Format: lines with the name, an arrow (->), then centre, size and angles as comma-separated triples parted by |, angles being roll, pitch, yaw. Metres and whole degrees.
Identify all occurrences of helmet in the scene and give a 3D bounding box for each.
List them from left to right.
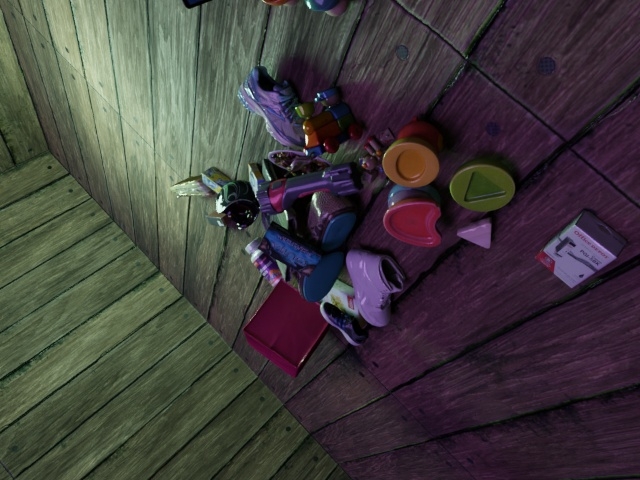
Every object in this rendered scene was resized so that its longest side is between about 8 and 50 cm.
helmet -> -0.298, -0.138, 1.758 | 0.161, 0.170, 0.169 | -110, 7, -50

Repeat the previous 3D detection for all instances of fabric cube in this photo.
fabric cube -> -0.126, 0.348, 1.896 | 0.259, 0.254, 0.258 | 33, 159, 10

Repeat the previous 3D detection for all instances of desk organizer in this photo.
desk organizer -> -0.438, -0.095, 2.097 | 0.130, 0.050, 0.047 | 10, 131, 48

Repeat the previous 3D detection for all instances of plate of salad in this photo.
plate of salad -> -0.054, -0.210, 1.378 | 0.200, 0.048, 0.200 | 12, 172, 2

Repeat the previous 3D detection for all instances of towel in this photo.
towel -> -0.135, -0.065, 1.616 | 0.312, 0.056, 0.324 | 98, 155, -45

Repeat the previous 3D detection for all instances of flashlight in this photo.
flashlight -> -0.031, -0.141, 1.348 | 0.304, 0.103, 0.103 | -8, 101, 26

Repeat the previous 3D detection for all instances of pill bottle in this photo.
pill bottle -> -0.208, 0.081, 1.932 | 0.193, 0.108, 0.108 | 49, 149, 3

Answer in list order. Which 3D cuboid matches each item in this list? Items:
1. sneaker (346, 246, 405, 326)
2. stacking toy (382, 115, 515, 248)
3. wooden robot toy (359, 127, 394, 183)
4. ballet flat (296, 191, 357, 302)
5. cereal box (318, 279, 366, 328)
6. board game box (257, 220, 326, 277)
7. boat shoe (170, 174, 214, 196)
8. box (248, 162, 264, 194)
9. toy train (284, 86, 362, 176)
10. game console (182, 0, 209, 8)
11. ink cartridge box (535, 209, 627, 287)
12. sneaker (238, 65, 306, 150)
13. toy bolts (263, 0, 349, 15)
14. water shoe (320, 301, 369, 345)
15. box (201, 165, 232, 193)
sneaker -> 0.192, 0.164, 1.504 | 0.169, 0.108, 0.292 | 10, 130, 52
stacking toy -> 0.287, -0.127, 1.117 | 0.280, 0.130, 0.308 | 10, 140, 11
wooden robot toy -> 0.124, -0.205, 1.219 | 0.076, 0.079, 0.173 | 44, 148, 11
ballet flat -> 0.000, 0.000, 1.563 | 0.182, 0.164, 0.482 | 59, 151, 31
cereal box -> 0.060, 0.213, 1.785 | 0.240, 0.047, 0.173 | 27, 143, 34
board game box -> -0.090, 0.030, 1.471 | 0.186, 0.026, 0.126 | 30, 137, -4
boat shoe -> -0.549, -0.218, 2.057 | 0.285, 0.105, 0.089 | 2, 122, 51
box -> -0.217, -0.199, 1.655 | 0.136, 0.028, 0.081 | -119, 24, -48
toy train -> -0.021, -0.271, 1.178 | 0.105, 0.248, 0.143 | -2, 117, 53
game console -> -0.314, -0.675, 1.239 | 0.071, 0.122, 0.107 | 44, 148, 8
ink cartridge box -> 0.518, 0.020, 0.971 | 0.099, 0.056, 0.135 | 43, 149, 14
sneaker -> -0.106, -0.362, 1.328 | 0.283, 0.110, 0.122 | 42, 136, 4
toy bolts -> -0.026, -0.574, 1.014 | 0.228, 0.158, 0.218 | 46, 110, 27
water shoe -> 0.090, 0.282, 1.727 | 0.203, 0.073, 0.080 | 44, 128, -2
box -> -0.386, -0.217, 1.889 | 0.169, 0.059, 0.054 | 37, 149, 22
